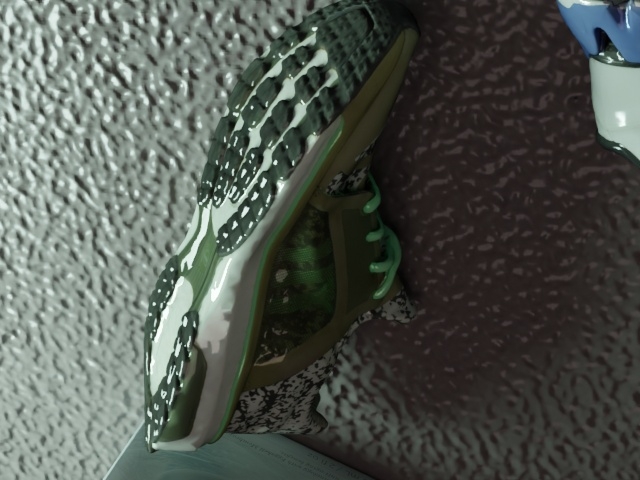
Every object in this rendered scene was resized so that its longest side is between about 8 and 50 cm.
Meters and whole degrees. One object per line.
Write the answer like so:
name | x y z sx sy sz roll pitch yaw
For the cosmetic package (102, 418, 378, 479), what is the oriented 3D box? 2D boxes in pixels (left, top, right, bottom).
cosmetic package | -0.083 0.267 1.213 0.224 0.224 0.138 24 123 4

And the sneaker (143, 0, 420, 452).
sneaker | 0.000 0.000 1.121 0.182 0.158 0.410 12 125 -24

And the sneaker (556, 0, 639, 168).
sneaker | 0.314 -0.088 0.953 0.316 0.127 0.182 6 123 24
